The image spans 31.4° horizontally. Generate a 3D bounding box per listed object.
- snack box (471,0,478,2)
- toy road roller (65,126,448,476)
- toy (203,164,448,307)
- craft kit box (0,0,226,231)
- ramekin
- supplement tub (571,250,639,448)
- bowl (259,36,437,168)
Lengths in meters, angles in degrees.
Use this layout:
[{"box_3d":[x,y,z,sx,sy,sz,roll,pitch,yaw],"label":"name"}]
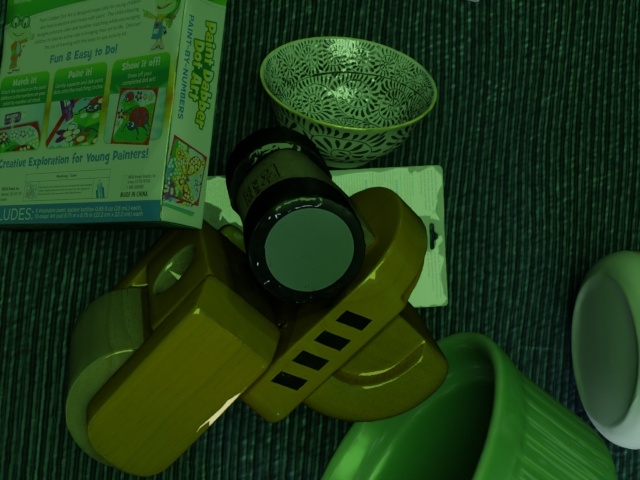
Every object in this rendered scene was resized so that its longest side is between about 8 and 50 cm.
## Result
[{"box_3d":[0.087,-0.300,1.175,0.178,0.022,0.064,12,83,-10],"label":"snack box"},{"box_3d":[-0.041,0.084,0.996,0.329,0.202,0.240,-43,112,8],"label":"toy road roller"},{"box_3d":[0.000,0.000,1.110,0.237,0.056,0.136,-3,94,-6],"label":"toy"},{"box_3d":[-0.195,-0.131,1.003,0.061,0.250,0.246,10,83,-51],"label":"craft kit box"},{"box_3d":[0.116,0.245,0.992,0.148,0.303,0.303,33,79,-14],"label":"ramekin"},{"box_3d":[0.402,0.102,1.110,0.272,0.191,0.191,-1,84,-11],"label":"supplement tub"},{"box_3d":[0.023,-0.122,1.101,0.170,0.170,0.080,-1,129,-11],"label":"bowl"}]
